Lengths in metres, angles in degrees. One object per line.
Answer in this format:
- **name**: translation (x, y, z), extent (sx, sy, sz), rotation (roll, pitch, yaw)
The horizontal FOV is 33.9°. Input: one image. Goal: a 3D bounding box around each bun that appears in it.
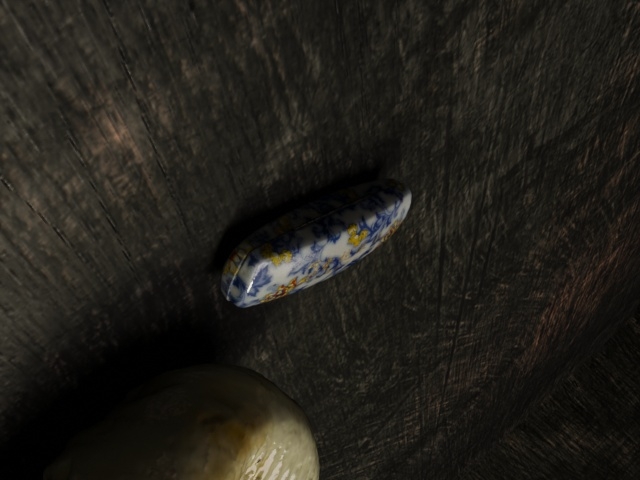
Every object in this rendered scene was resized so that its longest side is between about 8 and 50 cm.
- **bun**: translation (-0.165, 0.286, 1.083), extent (0.365, 0.219, 0.365), rotation (-45, 150, -35)

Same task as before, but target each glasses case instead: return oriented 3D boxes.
- **glasses case**: translation (0.000, 0.000, 1.068), extent (0.248, 0.065, 0.087), rotation (-26, 154, -42)
